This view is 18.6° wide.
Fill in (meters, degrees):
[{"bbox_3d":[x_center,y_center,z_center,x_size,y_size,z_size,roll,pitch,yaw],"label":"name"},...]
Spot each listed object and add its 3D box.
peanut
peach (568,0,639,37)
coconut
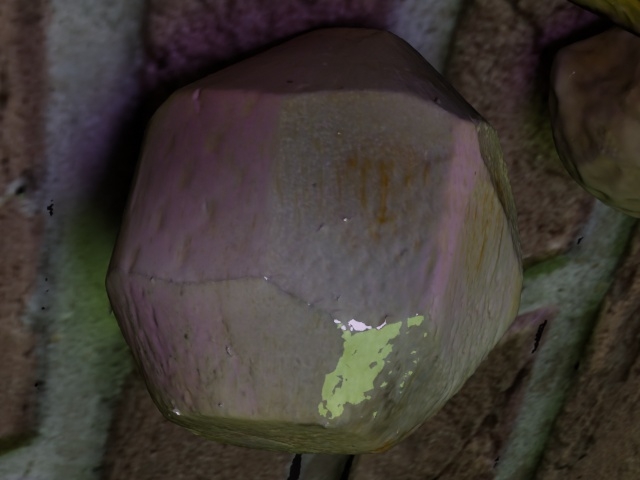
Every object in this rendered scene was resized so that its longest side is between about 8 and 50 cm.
[{"bbox_3d":[0.262,-0.056,1.201,0.291,0.159,0.143,15,100,-49],"label":"peanut"},{"bbox_3d":[0.224,-0.219,0.807,0.380,0.306,0.242,-31,141,11],"label":"peach"},{"bbox_3d":[0.000,0.000,1.034,0.197,0.237,0.237,2,160,27],"label":"coconut"}]
